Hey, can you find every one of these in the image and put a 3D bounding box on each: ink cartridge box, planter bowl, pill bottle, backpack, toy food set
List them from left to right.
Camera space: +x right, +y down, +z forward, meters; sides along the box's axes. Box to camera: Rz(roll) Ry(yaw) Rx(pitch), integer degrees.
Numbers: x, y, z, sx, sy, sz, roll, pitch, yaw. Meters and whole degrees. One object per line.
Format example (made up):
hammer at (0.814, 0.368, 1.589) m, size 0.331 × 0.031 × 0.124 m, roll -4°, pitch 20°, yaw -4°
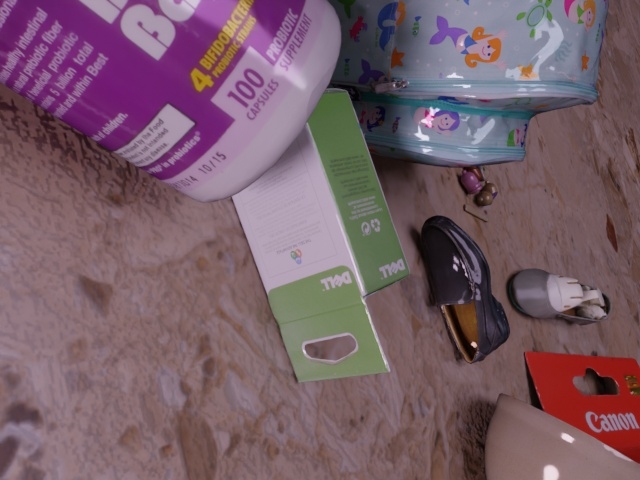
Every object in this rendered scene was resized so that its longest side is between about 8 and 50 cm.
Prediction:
pill bottle at (-0.145, -0.165, 0.320) m, size 0.301 × 0.169 × 0.169 m, roll 33°, pitch 54°, yaw -31°
ink cartridge box at (0.000, 0.000, 0.440) m, size 0.062 × 0.108 × 0.210 m, roll -18°, pitch 87°, yaw -45°
backpack at (0.129, -0.166, 0.528) m, size 0.225 × 0.253 × 0.191 m, roll -9°, pitch 101°, yaw -46°
toy food set at (0.214, -0.090, 0.744) m, size 0.077 × 0.019 × 0.122 m, roll 20°, pitch 62°, yaw -38°
planter bowl at (0.235, 0.245, 0.561) m, size 0.162 × 0.162 × 0.109 m, roll 36°, pitch 80°, yaw -29°
ink cartridge box at (0.446, 0.308, 0.683) m, size 0.307 × 0.091 × 0.385 m, roll 11°, pitch 52°, yaw -34°

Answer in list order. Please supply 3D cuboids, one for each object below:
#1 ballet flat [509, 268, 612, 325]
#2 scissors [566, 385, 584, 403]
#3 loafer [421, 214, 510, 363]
ballet flat at (0.348, 0.077, 0.778) m, size 0.213 × 0.068 × 0.072 m, roll 15°, pitch 65°, yaw -40°
scissors at (0.413, 0.329, 0.780) m, size 0.297 × 0.021 × 0.109 m, roll 48°, pitch 46°, yaw -18°
loafer at (0.153, 0.054, 0.605) m, size 0.061 × 0.062 × 0.170 m, roll -34°, pitch 98°, yaw -40°
